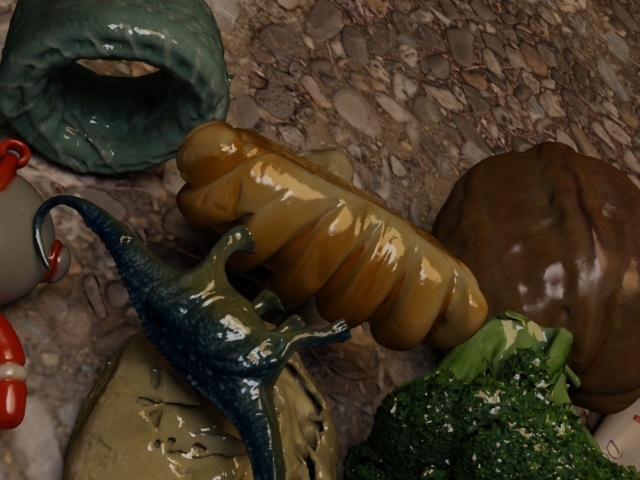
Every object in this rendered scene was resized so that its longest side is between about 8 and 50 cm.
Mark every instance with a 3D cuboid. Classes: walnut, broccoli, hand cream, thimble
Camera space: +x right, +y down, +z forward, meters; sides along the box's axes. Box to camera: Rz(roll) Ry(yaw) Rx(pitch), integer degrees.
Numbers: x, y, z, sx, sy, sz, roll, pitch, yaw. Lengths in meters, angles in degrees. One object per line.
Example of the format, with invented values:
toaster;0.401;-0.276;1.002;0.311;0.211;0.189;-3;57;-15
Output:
walnut;0.284;0.037;1.029;0.306;0.306;0.344;21;55;-26
broccoli;0.175;0.209;0.775;0.308;0.308;0.275;36;59;-11
hand cream;0.410;0.279;1.106;0.133;0.083;0.248;43;52;0
thimble;-0.204;-0.177;0.855;0.235;0.198;0.143;6;49;-14

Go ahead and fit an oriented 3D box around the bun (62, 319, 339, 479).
bun;-0.083;0.173;0.727;0.259;0.152;0.259;21;46;-23

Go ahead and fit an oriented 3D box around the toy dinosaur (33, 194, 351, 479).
toy dinosaur;-0.082;0.067;0.657;0.147;0.076;0.363;-30;65;-30

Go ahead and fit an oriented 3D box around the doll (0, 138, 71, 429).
doll;-0.315;0.042;0.683;0.200;0.105;0.336;25;54;-19

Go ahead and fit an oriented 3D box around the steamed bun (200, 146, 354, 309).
steamed bun;-0.032;-0.005;0.925;0.172;0.141;0.155;-15;79;-39

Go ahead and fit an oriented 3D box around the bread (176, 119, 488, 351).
bread;0.000;0.000;0.777;0.311;0.121;0.173;30;9;-9
